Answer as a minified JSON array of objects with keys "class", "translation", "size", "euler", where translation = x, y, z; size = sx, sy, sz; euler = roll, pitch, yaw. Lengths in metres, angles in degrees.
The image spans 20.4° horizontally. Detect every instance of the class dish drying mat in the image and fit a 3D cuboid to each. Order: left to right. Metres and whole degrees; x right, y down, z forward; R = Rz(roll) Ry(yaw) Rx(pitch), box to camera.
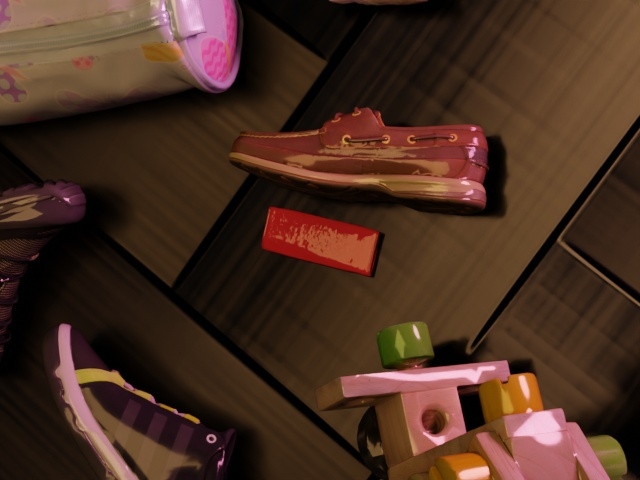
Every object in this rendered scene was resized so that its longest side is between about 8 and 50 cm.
[{"class":"dish drying mat","translation":[0.000,0.000,1.223],"size":[0.083,0.008,0.032],"euler":[14,91,21]}]

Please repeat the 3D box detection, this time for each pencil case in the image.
[{"class":"pencil case","translation":[-0.191,-0.141,1.250],"size":[0.273,0.124,0.114],"euler":[-7,82,20]}]

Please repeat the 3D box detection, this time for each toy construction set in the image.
[{"class":"toy construction set","translation":[0.132,0.139,1.067],"size":[0.308,0.257,0.237],"euler":[-10,68,0]}]

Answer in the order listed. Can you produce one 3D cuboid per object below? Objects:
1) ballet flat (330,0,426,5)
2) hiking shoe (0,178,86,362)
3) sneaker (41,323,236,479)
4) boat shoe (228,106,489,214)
[{"class":"ballet flat","translation":[0.008,-0.193,1.223],"size":[0.168,0.057,0.052],"euler":[36,126,24]},{"class":"hiking shoe","translation":[-0.246,0.040,1.287],"size":[0.227,0.086,0.114],"euler":[-31,88,22]},{"class":"sneaker","translation":[-0.106,0.148,1.228],"size":[0.097,0.084,0.235],"euler":[-31,75,-9]},{"class":"boat shoe","translation":[0.027,-0.058,1.192],"size":[0.178,0.064,0.060],"euler":[8,83,15]}]
